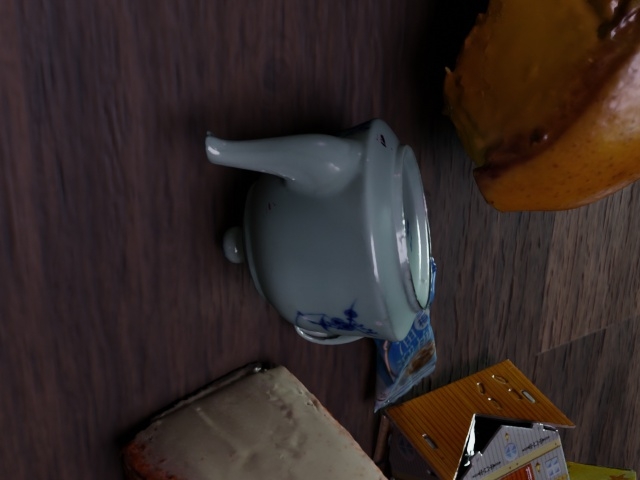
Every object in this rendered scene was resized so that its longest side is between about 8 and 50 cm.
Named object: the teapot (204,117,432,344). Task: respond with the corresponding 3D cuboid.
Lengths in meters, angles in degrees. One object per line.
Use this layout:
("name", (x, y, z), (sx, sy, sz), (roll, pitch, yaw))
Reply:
("teapot", (0.000, 0.000, 0.692), (0.159, 0.159, 0.232), (-39, 139, -16))

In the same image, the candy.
("candy", (0.072, 0.088, 0.845), (0.088, 0.038, 0.136), (-37, 137, -35))

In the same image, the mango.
("mango", (0.231, -0.177, 0.700), (0.199, 0.201, 0.350), (26, 117, -40))

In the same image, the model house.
("model house", (0.166, 0.189, 0.892), (0.219, 0.207, 0.135), (-18, 96, -28))

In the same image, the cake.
("cake", (-0.034, 0.254, 0.760), (0.158, 0.160, 0.262), (-28, 127, -27))
